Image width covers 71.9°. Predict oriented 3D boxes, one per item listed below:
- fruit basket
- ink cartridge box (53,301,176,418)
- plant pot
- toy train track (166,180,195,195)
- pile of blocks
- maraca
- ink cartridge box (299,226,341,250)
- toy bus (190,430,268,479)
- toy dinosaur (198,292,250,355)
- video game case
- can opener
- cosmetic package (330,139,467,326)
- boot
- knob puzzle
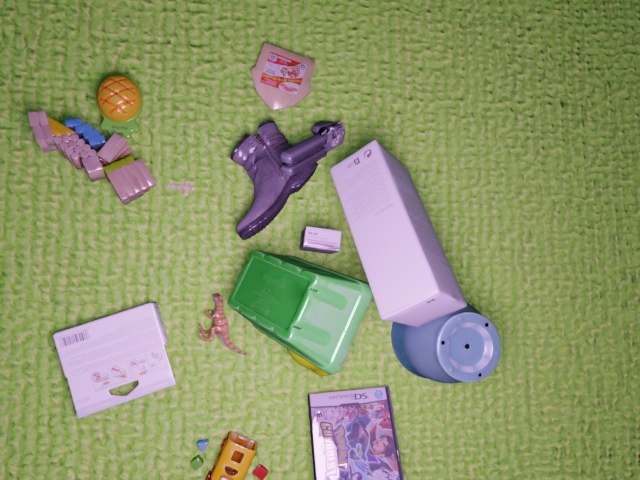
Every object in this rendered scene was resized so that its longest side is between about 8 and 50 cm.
[{"bbox_3d":[-0.025,0.212,1.212,0.391,0.392,0.283,26,82,-5],"label":"fruit basket"},{"bbox_3d":[-0.565,0.327,1.235,0.274,0.060,0.239,-17,89,-9],"label":"ink cartridge box"},{"bbox_3d":[0.369,0.289,1.269,0.271,0.255,0.272,1,86,-7],"label":"plant pot"},{"bbox_3d":[-0.418,-0.159,1.317,0.083,0.014,0.048,5,85,-7],"label":"toy train track"},{"bbox_3d":[-0.637,-0.240,1.253,0.362,0.112,0.149,36,68,-11],"label":"pile of blocks"},{"bbox_3d":[-0.578,-0.387,1.270,0.127,0.099,0.186,-1,88,-11],"label":"maraca"},{"bbox_3d":[0.000,0.000,1.278,0.104,0.180,0.060,8,84,-8],"label":"ink cartridge box"},{"bbox_3d":[-0.255,0.645,1.229,0.190,0.104,0.202,-21,88,-9],"label":"toy bus"},{"bbox_3d":[-0.289,0.259,1.277,0.112,0.064,0.212,-19,89,-10],"label":"toy dinosaur"},{"bbox_3d":[0.097,0.573,1.269,0.247,0.035,0.275,-2,63,-8],"label":"video game case"},{"bbox_3d":[-0.028,-0.282,1.304,0.095,0.076,0.283,27,46,30],"label":"can opener"},{"bbox_3d":[0.204,-0.015,1.187,0.161,0.230,0.454,-30,60,24],"label":"cosmetic package"},{"bbox_3d":[-0.188,-0.180,1.311,0.222,0.118,0.338,41,69,0],"label":"boot"},{"bbox_3d":[-0.123,-0.495,1.377,0.212,0.030,0.214,1,85,-9],"label":"knob puzzle"}]
